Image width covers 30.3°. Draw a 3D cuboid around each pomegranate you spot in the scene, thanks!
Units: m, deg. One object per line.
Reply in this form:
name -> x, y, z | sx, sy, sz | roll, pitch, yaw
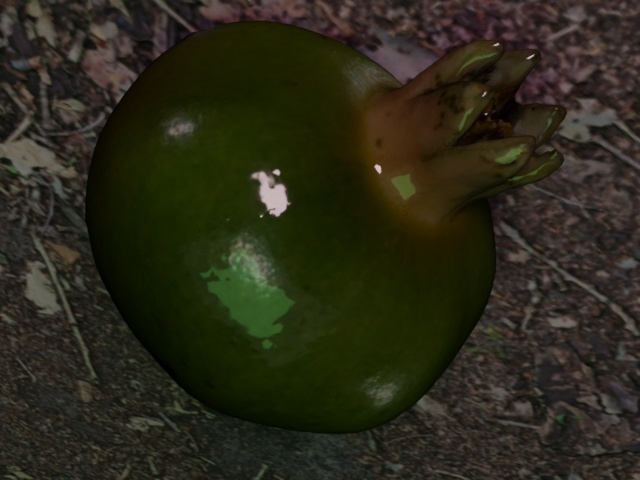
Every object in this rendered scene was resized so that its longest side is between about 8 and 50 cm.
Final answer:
pomegranate -> 0.000, 0.000, 0.813 | 0.358, 0.216, 0.310 | -26, 119, 40
